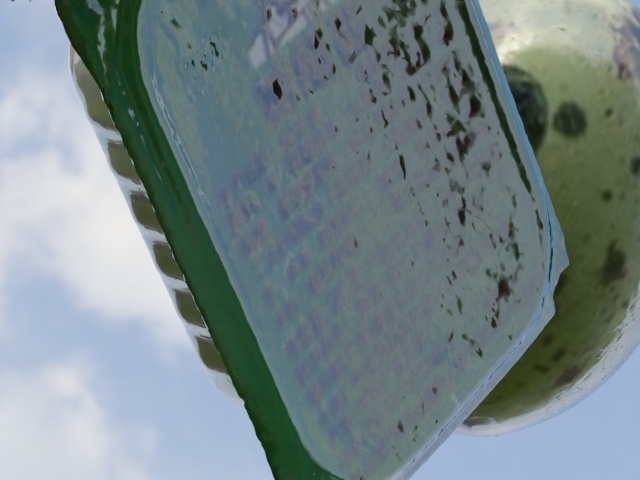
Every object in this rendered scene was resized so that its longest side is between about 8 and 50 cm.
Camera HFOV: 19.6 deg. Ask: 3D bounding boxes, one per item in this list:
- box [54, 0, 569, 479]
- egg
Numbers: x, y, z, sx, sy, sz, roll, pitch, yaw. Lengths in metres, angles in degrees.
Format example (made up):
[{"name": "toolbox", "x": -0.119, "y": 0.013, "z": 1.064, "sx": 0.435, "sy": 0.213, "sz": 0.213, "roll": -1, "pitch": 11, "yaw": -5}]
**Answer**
[{"name": "box", "x": -0.014, "y": -0.040, "z": 0.966, "sx": 0.106, "sy": 0.264, "sz": 0.336, "roll": 1, "pitch": -57, "yaw": 43}, {"name": "egg", "x": 0.147, "y": -0.024, "z": 1.471, "sx": 0.288, "sy": 0.287, "sz": 0.379, "roll": 21, "pitch": -67, "yaw": 9}]
